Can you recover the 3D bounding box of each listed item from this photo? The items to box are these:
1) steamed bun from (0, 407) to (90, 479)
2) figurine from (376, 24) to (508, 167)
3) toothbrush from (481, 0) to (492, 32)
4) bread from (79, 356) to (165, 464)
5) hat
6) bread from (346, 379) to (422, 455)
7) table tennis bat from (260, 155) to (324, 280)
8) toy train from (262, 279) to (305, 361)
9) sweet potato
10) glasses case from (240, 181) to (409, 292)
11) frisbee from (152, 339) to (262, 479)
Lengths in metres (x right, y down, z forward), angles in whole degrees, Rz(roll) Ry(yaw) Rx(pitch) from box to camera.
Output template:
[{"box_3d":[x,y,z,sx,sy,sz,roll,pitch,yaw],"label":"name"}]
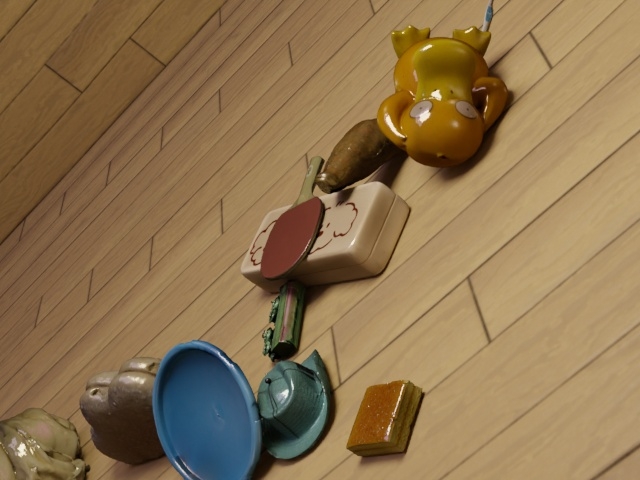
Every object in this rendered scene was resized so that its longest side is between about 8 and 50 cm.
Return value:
[{"box_3d":[-0.601,0.454,2.093,0.280,0.207,0.268,-47,26,17],"label":"steamed bun"},{"box_3d":[0.190,-0.229,1.704,0.215,0.215,0.228,-44,12,18],"label":"figurine"},{"box_3d":[0.291,-0.389,1.898,0.017,0.014,0.162,-50,18,55],"label":"toothbrush"},{"box_3d":[-0.297,0.278,1.841,0.337,0.183,0.102,-26,33,39],"label":"bread"},{"box_3d":[-0.049,0.228,1.600,0.138,0.078,0.191,-46,26,20],"label":"hat"},{"box_3d":[0.083,0.233,1.422,0.090,0.035,0.094,-20,41,50],"label":"bread"},{"box_3d":[-0.035,-0.039,1.814,0.138,0.022,0.246,-21,42,47],"label":"table tennis bat"},{"box_3d":[-0.061,0.134,1.783,0.071,0.038,0.148,-42,27,39],"label":"toy train"},{"box_3d":[0.079,-0.165,1.804,0.286,0.085,0.112,-37,-20,-33],"label":"sweet potato"},{"box_3d":[0.000,0.000,1.813,0.336,0.076,0.144,-14,45,53],"label":"glasses case"},{"box_3d":[-0.168,0.269,1.658,0.242,0.045,0.242,9,103,40],"label":"frisbee"}]
